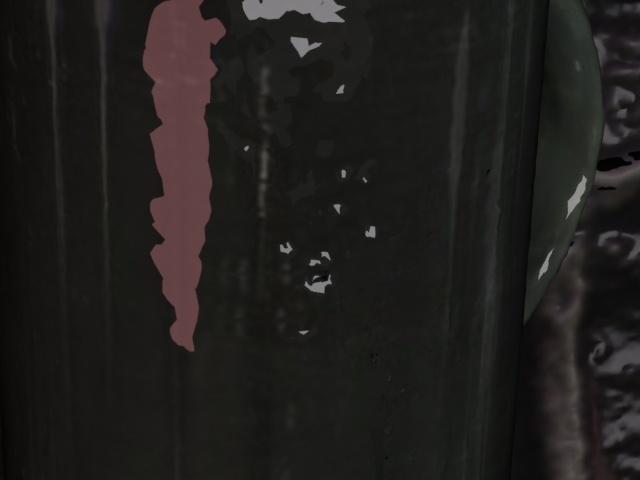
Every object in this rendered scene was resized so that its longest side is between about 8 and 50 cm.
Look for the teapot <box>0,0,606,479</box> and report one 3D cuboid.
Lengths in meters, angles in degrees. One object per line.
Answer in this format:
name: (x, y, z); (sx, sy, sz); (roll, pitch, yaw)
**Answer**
teapot: (0.000, 0.000, 0.586); (0.270, 0.200, 0.337); (-23, 126, -42)
